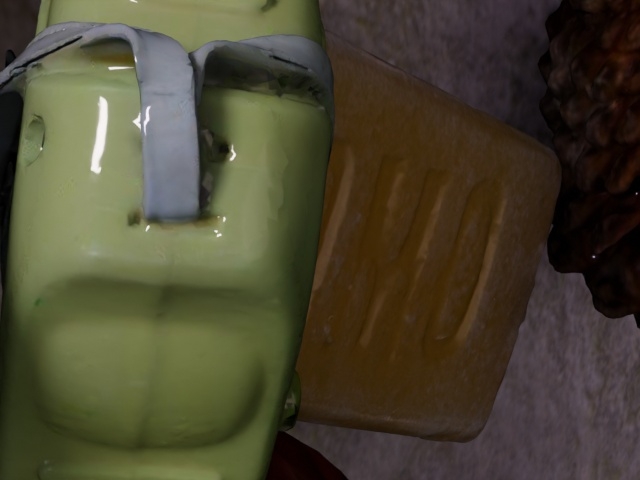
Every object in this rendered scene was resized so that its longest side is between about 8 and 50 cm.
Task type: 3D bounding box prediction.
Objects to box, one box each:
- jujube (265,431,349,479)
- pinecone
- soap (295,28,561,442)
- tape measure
[{"bbox_3d":[-0.091,0.249,0.559,0.377,0.258,0.258,-51,139,-6],"label":"jujube"},{"bbox_3d":[0.250,-0.079,0.848,0.296,0.242,0.298,27,84,-47],"label":"pinecone"},{"bbox_3d":[0.000,0.000,0.698,0.274,0.089,0.173,16,90,-53],"label":"soap"},{"bbox_3d":[-0.053,-0.009,0.440,0.200,0.106,0.175,102,-10,-45],"label":"tape measure"}]
